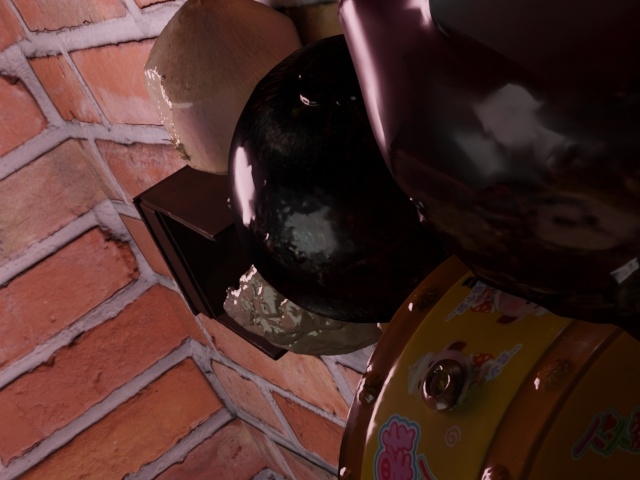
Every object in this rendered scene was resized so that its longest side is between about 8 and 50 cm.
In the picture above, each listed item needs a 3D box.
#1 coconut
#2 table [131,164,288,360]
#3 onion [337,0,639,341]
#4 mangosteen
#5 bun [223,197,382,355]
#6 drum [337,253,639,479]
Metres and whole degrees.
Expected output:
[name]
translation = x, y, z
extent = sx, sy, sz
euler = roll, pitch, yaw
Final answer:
[coconut]
translation = -0.119, -0.207, 1.468
extent = 0.224, 0.224, 0.234
euler = 34, 164, 47
[table]
translation = -0.120, 0.012, 1.850
extent = 0.282, 0.196, 0.251
euler = 25, 144, 55
[onion]
translation = 0.214, -0.177, 0.642
extent = 0.398, 0.398, 0.420
euler = 75, -163, -45
[mangosteen]
translation = 0.057, -0.051, 1.168
extent = 0.330, 0.330, 0.330
euler = 46, 159, 24
[bun]
translation = 0.015, 0.004, 1.432
extent = 0.281, 0.281, 0.205
euler = 49, 158, 16
[drum]
translation = 0.235, 0.198, 0.982
extent = 0.214, 0.431, 0.431
euler = 22, 142, 55
